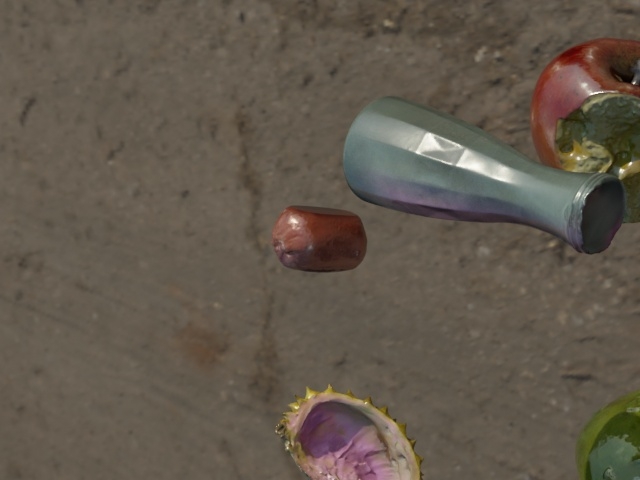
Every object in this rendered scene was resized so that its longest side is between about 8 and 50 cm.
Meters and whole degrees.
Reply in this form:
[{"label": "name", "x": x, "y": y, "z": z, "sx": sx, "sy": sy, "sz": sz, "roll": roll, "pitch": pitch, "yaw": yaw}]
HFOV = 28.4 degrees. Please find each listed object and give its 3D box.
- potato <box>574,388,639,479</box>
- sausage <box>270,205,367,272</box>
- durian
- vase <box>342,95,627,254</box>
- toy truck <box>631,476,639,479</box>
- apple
[{"label": "potato", "x": 0.357, "y": 0.217, "z": 1.183, "sx": 0.148, "sy": 0.186, "sz": 0.253, "roll": 49, "pitch": 158, "yaw": -28}, {"label": "sausage", "x": 0.000, "y": 0.001, "z": 1.094, "sx": 0.059, "sy": 0.094, "sz": 0.054, "roll": 21, "pitch": 104, "yaw": 47}, {"label": "durian", "x": 0.034, "y": 0.262, "z": 1.400, "sx": 0.182, "sy": 0.132, "sz": 0.165, "roll": 34, "pitch": 117, "yaw": 20}, {"label": "vase", "x": 0.119, "y": -0.045, "z": 0.924, "sx": 0.214, "sy": 0.086, "sz": 0.086, "roll": 21, "pitch": 119, "yaw": 42}, {"label": "toy truck", "x": 0.239, "y": 0.283, "z": 1.027, "sx": 0.338, "sy": 0.133, "sz": 0.184, "roll": -19, "pitch": 74, "yaw": 49}, {"label": "apple", "x": 0.273, "y": -0.101, "z": 1.166, "sx": 0.147, "sy": 0.156, "sz": 0.158, "roll": 53, "pitch": 151, "yaw": 43}]
